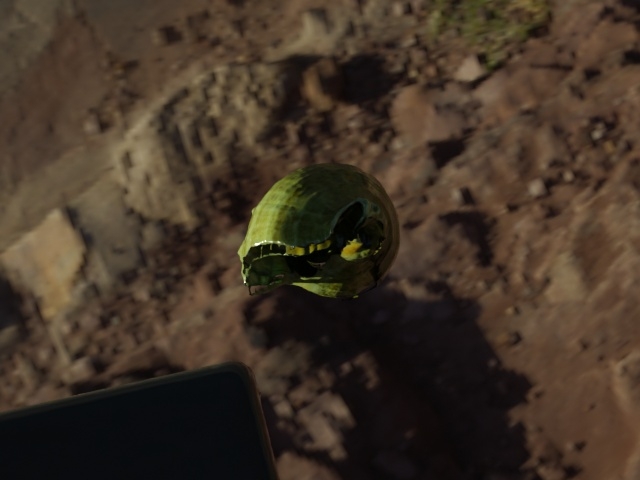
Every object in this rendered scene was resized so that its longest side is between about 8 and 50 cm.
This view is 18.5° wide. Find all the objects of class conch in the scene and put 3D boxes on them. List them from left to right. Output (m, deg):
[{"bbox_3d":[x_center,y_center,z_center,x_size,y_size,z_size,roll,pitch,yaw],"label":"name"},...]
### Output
[{"bbox_3d":[0.000,0.000,1.001,0.089,0.121,0.074,-34,91,-8],"label":"conch"}]

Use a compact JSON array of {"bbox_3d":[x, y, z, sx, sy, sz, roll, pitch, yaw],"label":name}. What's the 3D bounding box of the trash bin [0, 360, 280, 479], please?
[{"bbox_3d":[-0.119,0.133,0.629,0.236,0.177,0.101,-14,54,-3],"label":"trash bin"}]
